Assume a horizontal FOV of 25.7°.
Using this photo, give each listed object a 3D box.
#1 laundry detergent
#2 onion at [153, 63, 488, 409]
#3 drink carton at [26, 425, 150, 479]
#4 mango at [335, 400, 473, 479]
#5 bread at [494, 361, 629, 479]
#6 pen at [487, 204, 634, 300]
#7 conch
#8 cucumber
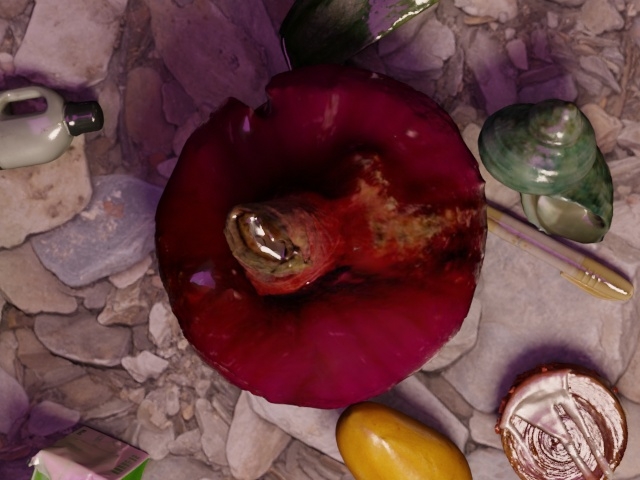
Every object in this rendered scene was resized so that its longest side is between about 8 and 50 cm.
[{"bbox_3d":[-0.382,-0.141,1.761,0.226,0.070,0.099,-9,86,11],"label":"laundry detergent"},{"bbox_3d":[0.000,0.000,1.532,0.398,0.420,0.398,0,93,1],"label":"onion"},{"bbox_3d":[-0.325,0.380,1.743,0.108,0.161,0.271,22,97,8],"label":"drink carton"},{"bbox_3d":[0.094,0.256,1.651,0.112,0.145,0.219,-51,126,-9],"label":"mango"},{"bbox_3d":[0.288,0.221,1.670,0.160,0.073,0.160,2,97,12],"label":"bread"},{"bbox_3d":[0.267,0.012,1.682,0.233,0.032,0.040,28,122,8],"label":"pen"},{"bbox_3d":[0.264,-0.088,1.602,0.122,0.188,0.176,-45,65,3],"label":"conch"},{"bbox_3d":[0.077,-0.305,1.657,0.325,0.105,0.145,-32,89,13],"label":"cucumber"}]
